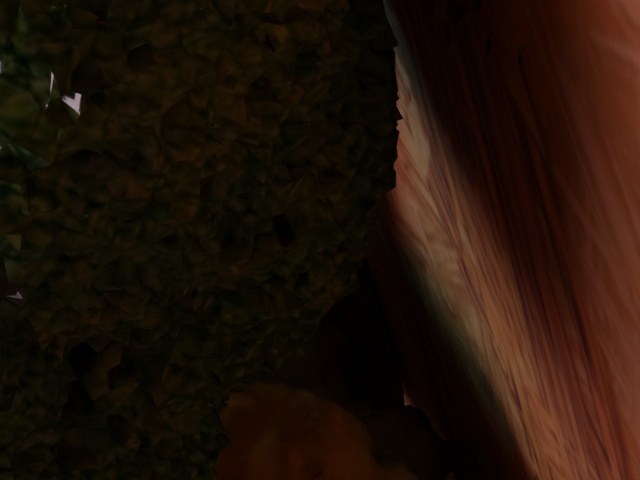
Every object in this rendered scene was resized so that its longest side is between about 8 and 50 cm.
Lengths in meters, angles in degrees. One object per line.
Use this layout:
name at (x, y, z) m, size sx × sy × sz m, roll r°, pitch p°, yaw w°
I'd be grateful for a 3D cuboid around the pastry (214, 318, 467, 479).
pastry at (-0.088, 0.174, 0.780) m, size 0.292 × 0.337 × 0.405 m, roll 27°, pitch -169°, yaw -33°

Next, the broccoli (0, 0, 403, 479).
broccoli at (-0.124, -0.069, 0.463) m, size 0.310 × 0.321 × 0.413 m, roll -39°, pitch -22°, yaw -59°

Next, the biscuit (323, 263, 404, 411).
biscuit at (0.000, 0.000, 0.917) m, size 0.064 × 0.034 × 0.199 m, roll -134°, pitch 25°, yaw -77°
